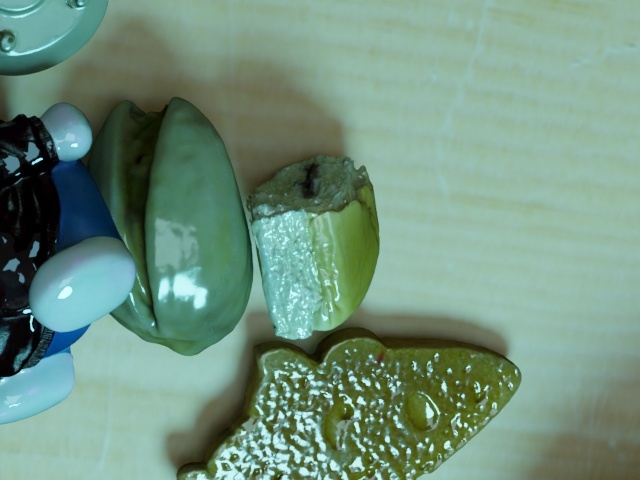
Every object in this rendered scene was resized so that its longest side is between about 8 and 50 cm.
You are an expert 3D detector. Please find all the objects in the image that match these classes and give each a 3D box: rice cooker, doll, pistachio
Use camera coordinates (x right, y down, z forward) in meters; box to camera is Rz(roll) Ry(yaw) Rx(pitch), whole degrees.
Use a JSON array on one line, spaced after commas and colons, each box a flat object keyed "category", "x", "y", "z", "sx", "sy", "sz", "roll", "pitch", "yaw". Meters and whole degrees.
[{"category": "rice cooker", "x": -0.217, "y": -0.200, "z": 1.179, "sx": 0.145, "sy": 0.127, "sz": 0.206, "roll": -33, "pitch": 121, "yaw": -6}, {"category": "doll", "x": -0.302, "y": 0.007, "z": 1.163, "sx": 0.310, "sy": 0.240, "sz": 0.284, "roll": -5, "pitch": 135, "yaw": -32}, {"category": "pistachio", "x": -0.106, "y": -0.008, "z": 1.281, "sx": 0.124, "sy": 0.124, "sz": 0.185, "roll": -5, "pitch": 99, "yaw": -16}]

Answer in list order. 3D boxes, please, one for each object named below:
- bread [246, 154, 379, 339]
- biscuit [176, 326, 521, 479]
[{"category": "bread", "x": -0.001, "y": 0.001, "z": 1.308, "sx": 0.082, "sy": 0.125, "sz": 0.106, "roll": -11, "pitch": 109, "yaw": 13}, {"category": "biscuit", "x": 0.022, "y": 0.142, "z": 1.402, "sx": 0.280, "sy": 0.043, "sz": 0.183, "roll": -22, "pitch": 115, "yaw": -15}]
